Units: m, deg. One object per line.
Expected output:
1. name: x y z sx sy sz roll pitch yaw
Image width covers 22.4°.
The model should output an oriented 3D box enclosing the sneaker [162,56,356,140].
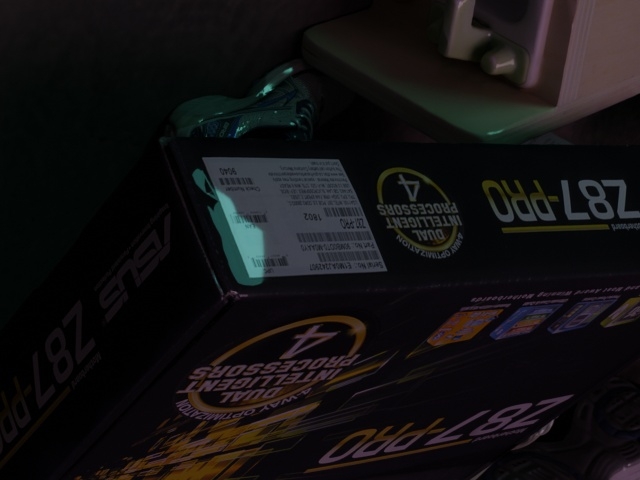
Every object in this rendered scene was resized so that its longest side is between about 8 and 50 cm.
1. sneaker: -0.023 -0.063 0.930 0.135 0.058 0.052 -27 136 -35

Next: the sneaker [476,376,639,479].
1. sneaker: 0.204 0.229 1.394 0.297 0.111 0.129 -20 136 -39

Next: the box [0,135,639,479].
1. box: 0.008 0.066 0.894 0.395 0.097 0.318 -2 150 -42

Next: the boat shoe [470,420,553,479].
1. boat shoe: 0.132 0.121 1.228 0.302 0.094 0.109 -31 138 -31

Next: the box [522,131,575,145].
1. box: 0.151 -0.009 1.153 0.101 0.087 0.102 -42 142 -19

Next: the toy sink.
1. toy sink: 0.123 -0.165 0.942 0.234 0.153 0.131 -23 133 -36
